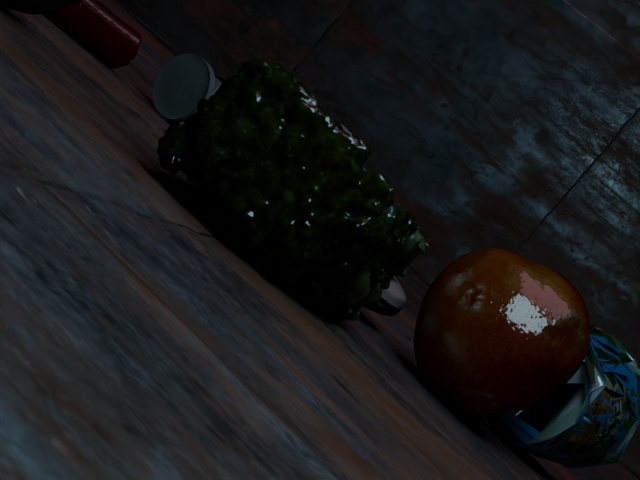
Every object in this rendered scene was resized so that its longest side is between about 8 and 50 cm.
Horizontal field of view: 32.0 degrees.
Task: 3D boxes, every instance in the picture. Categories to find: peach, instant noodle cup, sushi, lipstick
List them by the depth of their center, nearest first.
[{"bbox_3d":[-0.016,-0.051,1.346,0.294,0.178,0.352,46,2,15],"label":"sushi"},{"bbox_3d":[0.243,0.131,1.507,0.243,0.243,0.200,45,-21,36],"label":"peach"},{"bbox_3d":[0.343,0.221,1.662,0.240,0.240,0.178,44,13,31],"label":"instant noodle cup"},{"bbox_3d":[-0.399,-0.376,1.814,0.241,0.080,0.080,39,5,-37],"label":"lipstick"}]

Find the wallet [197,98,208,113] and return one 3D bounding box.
[{"bbox_3d":[-0.087,-0.119,1.800,0.197,0.051,0.377,26,-7,14],"label":"wallet"}]

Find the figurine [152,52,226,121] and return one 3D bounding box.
[{"bbox_3d":[-0.186,-0.232,1.950,0.176,0.133,0.236,47,10,32],"label":"figurine"}]

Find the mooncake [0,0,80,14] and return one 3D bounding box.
[{"bbox_3d":[-0.371,-0.420,1.456,0.245,0.245,0.133,43,8,12],"label":"mooncake"}]

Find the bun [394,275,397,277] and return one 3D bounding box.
[{"bbox_3d":[0.113,0.004,2.324,0.166,0.113,0.173,41,2,-3],"label":"bun"}]

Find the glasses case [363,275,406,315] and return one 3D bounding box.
[{"bbox_3d":[0.000,0.000,1.627,0.314,0.075,0.122,41,2,21],"label":"glasses case"}]
